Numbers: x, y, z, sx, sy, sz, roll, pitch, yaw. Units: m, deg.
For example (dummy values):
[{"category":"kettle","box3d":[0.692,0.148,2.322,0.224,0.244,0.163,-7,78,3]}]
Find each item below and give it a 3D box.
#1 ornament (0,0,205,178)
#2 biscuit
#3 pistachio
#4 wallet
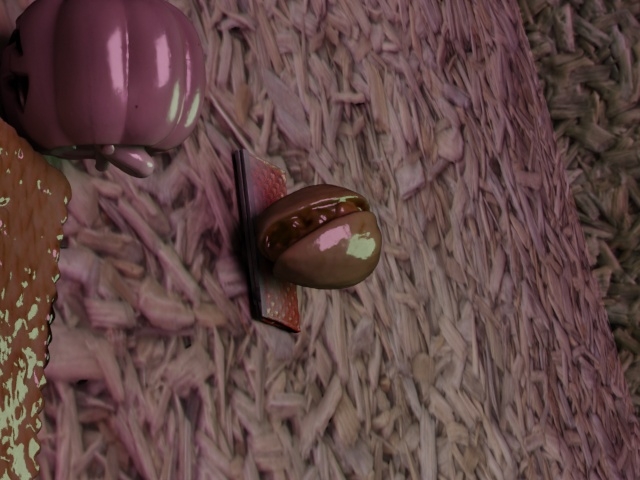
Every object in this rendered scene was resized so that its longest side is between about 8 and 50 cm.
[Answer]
[{"category":"ornament","box3d":[-0.188,-0.133,1.335,0.177,0.177,0.177,45,38,-49]},{"category":"biscuit","box3d":[-0.275,0.038,1.190,0.217,0.044,0.324,45,38,-51]},{"category":"pistachio","box3d":[0.000,0.000,1.703,0.185,0.124,0.124,-3,78,-50]},{"category":"wallet","box3d":[-0.057,0.002,1.733,0.103,0.020,0.196,24,54,-60]}]
